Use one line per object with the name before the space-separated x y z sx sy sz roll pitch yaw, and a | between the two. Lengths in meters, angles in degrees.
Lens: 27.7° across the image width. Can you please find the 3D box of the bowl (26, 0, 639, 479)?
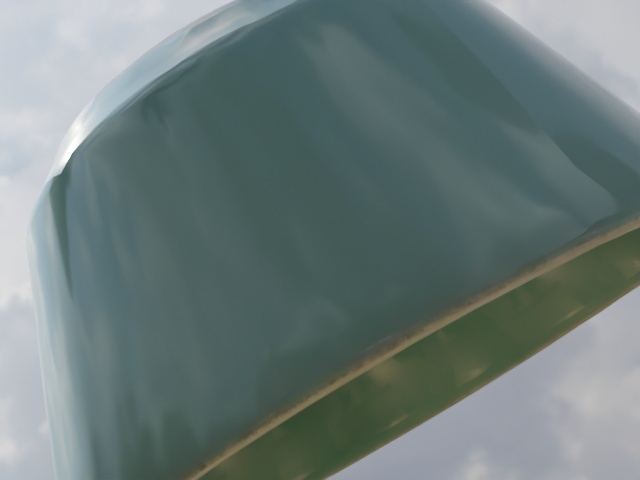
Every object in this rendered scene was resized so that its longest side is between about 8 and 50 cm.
bowl | 0.000 0.000 0.559 0.311 0.163 0.311 -29 -13 -7
